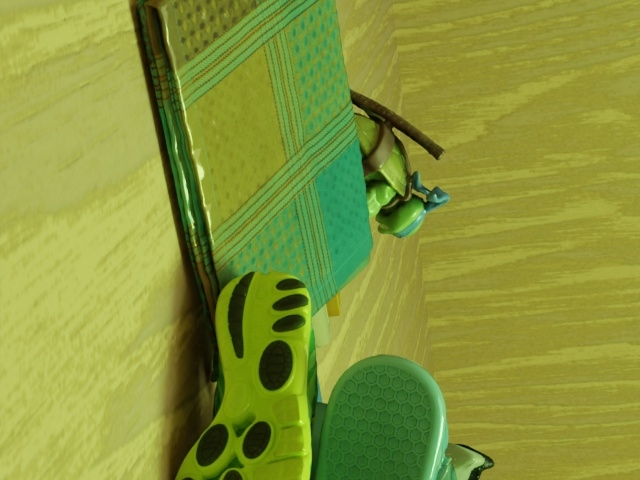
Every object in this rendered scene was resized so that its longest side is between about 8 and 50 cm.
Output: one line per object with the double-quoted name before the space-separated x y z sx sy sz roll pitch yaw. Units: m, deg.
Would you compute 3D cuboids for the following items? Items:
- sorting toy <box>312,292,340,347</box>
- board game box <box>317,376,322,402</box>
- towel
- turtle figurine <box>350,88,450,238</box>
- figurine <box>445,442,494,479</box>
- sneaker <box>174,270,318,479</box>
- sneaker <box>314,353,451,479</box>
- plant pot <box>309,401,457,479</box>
"sorting toy" 0.000 0.000 2.194 0.208 0.038 0.193 -81 164 -58
"board game box" -0.024 0.165 1.950 0.169 0.033 0.133 -83 161 -77
"towel" -0.048 -0.088 1.580 0.271 0.040 0.370 -44 132 -47
"turtle figurine" -0.032 -0.079 1.816 0.266 0.274 0.198 58 44 -27
"figurine" 0.090 0.264 2.046 0.215 0.209 0.092 38 47 -78
"sneaker" -0.046 0.165 1.453 0.123 0.109 0.295 75 20 -49
"sneaker" 0.041 0.252 1.525 0.208 0.127 0.319 7 101 -83
"plant pot" 0.036 0.288 1.710 0.290 0.195 0.290 -6 90 -82
